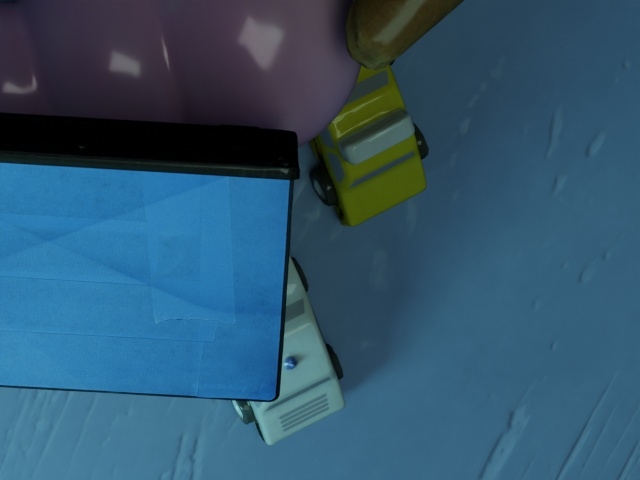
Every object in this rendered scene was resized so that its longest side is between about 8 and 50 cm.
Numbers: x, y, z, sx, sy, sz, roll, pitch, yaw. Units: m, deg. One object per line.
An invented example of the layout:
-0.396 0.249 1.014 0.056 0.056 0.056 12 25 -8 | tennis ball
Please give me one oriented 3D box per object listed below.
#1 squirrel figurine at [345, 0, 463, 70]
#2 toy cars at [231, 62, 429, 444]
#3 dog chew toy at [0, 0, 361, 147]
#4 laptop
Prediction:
0.077 -0.396 1.454 0.370 0.397 0.281 49 128 -4 | squirrel figurine
0.000 0.000 1.657 0.176 0.087 0.394 14 103 -26 | toy cars
-0.141 -0.141 1.492 0.332 0.206 0.207 -16 114 -7 | dog chew toy
-0.211 0.029 1.371 0.382 0.408 0.236 3 97 -2 | laptop
